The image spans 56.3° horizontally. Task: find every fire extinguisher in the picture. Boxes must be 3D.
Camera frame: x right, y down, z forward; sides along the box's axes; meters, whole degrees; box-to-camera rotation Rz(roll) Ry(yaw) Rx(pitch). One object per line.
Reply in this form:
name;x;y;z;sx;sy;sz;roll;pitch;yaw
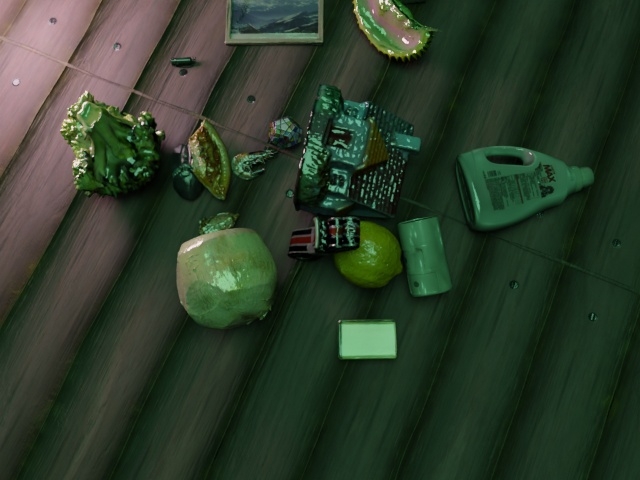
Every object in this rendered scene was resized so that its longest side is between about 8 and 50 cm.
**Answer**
fire extinguisher;-0.457;-0.598;2.001;0.083;0.025;0.038;-4;114;-1

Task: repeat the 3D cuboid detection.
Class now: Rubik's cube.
Rubik's cube;-0.112;-0.343;1.902;0.111;0.093;0.111;0;77;-1

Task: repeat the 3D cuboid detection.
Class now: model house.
model house;0.118;-0.228;1.778;0.339;0.297;0.360;13;76;0

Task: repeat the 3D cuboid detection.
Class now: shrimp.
shrimp;-0.206;-0.246;1.915;0.161;0.034;0.091;-15;89;3

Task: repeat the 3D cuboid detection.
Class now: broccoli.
broccoli;-0.632;-0.316;1.802;0.293;0.281;0.347;-23;78;-4

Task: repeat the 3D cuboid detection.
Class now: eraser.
eraser;0.136;0.293;1.766;0.172;0.058;0.117;-1;76;0

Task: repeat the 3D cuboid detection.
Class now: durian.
durian;0.225;-0.726;1.953;0.158;0.169;0.352;-36;80;-9

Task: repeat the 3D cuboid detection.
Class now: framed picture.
framed picture;-0.155;-0.780;2.045;0.335;0.022;0.247;1;76;1

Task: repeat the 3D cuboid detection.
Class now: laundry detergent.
laundry detergent;0.635;-0.182;1.846;0.398;0.124;0.264;-10;76;-3

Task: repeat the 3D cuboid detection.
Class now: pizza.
pizza;-0.345;-0.257;1.876;0.056;0.134;0.271;-23;65;41

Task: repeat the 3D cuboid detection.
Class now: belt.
belt;0.000;0.000;1.695;0.126;0.359;0.094;3;82;-20

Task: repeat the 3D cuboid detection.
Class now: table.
table;0.307;0.045;1.761;0.126;0.126;0.220;-11;94;-2

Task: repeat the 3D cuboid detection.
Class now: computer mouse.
computer mouse;-0.422;-0.221;1.891;0.106;0.062;0.192;-6;78;-1

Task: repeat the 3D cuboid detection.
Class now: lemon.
lemon;0.135;0.041;1.758;0.231;0.192;0.192;30;78;6

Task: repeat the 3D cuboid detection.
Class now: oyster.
oyster;-0.315;-0.044;1.865;0.132;0.029;0.086;-6;83;-4

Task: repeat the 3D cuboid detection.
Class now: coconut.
coconut;-0.261;0.120;1.696;0.297;0.297;0.254;-15;77;-3

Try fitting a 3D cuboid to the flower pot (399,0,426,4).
flower pot;0.293;-0.931;1.993;0.209;0.189;0.239;-36;78;-7
